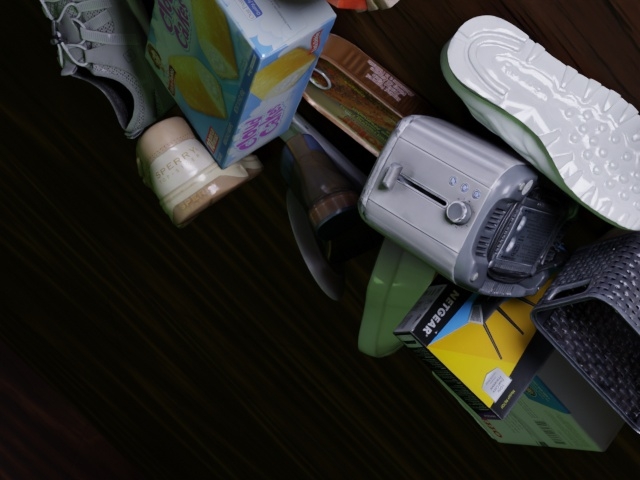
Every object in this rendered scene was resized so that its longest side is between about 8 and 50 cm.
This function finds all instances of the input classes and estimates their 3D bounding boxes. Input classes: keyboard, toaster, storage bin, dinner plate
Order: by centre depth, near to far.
[{"bbox_3d":[0.295,0.089,1.531,0.180,0.084,0.122,46,153,-12],"label":"storage bin"},{"bbox_3d":[0.139,-0.033,1.549,0.146,0.129,0.227,32,-168,28],"label":"toaster"},{"bbox_3d":[0.029,-0.068,1.856,0.256,0.014,0.072,43,163,-9],"label":"keyboard"},{"bbox_3d":[0.000,0.000,1.916,0.017,0.141,0.141,-24,126,15],"label":"dinner plate"}]

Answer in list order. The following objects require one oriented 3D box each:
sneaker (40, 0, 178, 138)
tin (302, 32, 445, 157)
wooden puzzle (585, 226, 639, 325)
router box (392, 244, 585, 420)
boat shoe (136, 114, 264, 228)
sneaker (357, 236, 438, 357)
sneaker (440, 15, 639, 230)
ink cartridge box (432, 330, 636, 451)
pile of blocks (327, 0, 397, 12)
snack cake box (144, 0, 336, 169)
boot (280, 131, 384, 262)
[{"bbox_3d":[-0.249,-0.231,1.824,0.281,0.115,0.105,47,157,-21],"label":"sneaker"},{"bbox_3d":[0.050,-0.132,1.662,0.190,0.040,0.106,39,154,1],"label":"tin"},{"bbox_3d":[0.362,0.046,1.522,0.221,0.044,0.238,39,154,-1],"label":"wooden puzzle"},{"bbox_3d":[0.175,0.067,1.663,0.133,0.179,0.046,44,160,-15],"label":"router box"},{"bbox_3d":[-0.140,-0.090,1.873,0.110,0.122,0.341,55,178,-3],"label":"boat shoe"},{"bbox_3d":[0.112,0.080,1.889,0.123,0.105,0.290,17,165,5],"label":"sneaker"},{"bbox_3d":[0.200,-0.097,1.450,0.235,0.090,0.095,45,167,2],"label":"sneaker"},{"bbox_3d":[0.233,0.159,1.881,0.139,0.082,0.191,47,158,-19],"label":"ink cartridge box"},{"bbox_3d":[-0.036,-0.310,1.314,0.149,0.113,0.362,29,155,47],"label":"pile of blocks"},{"bbox_3d":[-0.084,-0.195,1.621,0.152,0.089,0.264,53,160,10],"label":"snack cake box"},{"bbox_3d":[0.015,-0.046,1.838,0.106,0.082,0.219,63,-179,16],"label":"boot"}]
